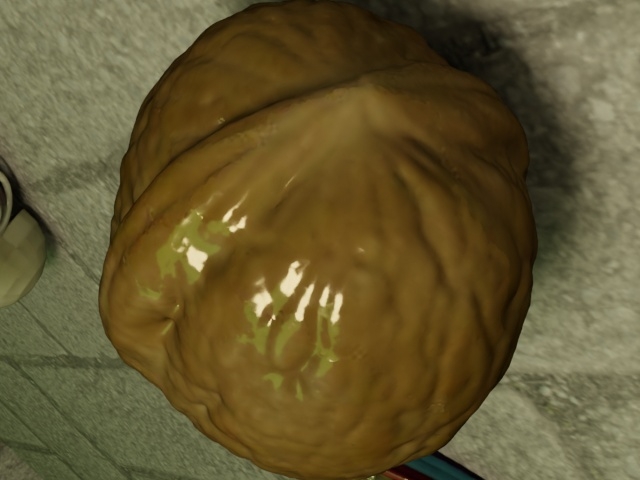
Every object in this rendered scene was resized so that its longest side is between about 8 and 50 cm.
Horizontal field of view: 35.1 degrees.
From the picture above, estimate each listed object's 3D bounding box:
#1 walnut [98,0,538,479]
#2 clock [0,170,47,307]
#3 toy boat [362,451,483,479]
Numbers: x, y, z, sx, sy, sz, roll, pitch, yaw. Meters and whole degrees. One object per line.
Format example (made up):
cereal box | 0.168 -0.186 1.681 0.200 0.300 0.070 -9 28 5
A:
walnut | 0.000 0.000 0.671 0.332 0.333 0.333 28 149 18
clock | -0.533 -0.061 1.282 0.325 0.184 0.342 18 158 31
toy boat | 0.100 0.278 1.152 0.392 0.079 0.136 28 152 16
